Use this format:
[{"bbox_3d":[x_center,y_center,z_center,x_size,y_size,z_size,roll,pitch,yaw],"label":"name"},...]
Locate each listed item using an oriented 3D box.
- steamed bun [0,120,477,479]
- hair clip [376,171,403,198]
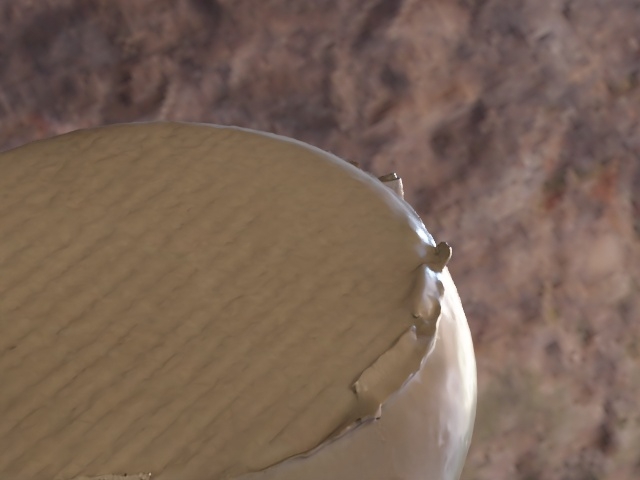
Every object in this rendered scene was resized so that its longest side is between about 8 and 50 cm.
[{"bbox_3d":[-0.101,0.109,0.990,0.374,0.374,0.241,-20,-51,-26],"label":"steamed bun"},{"bbox_3d":[0.002,0.003,1.367,0.071,0.159,0.218,-7,10,29],"label":"hair clip"}]
